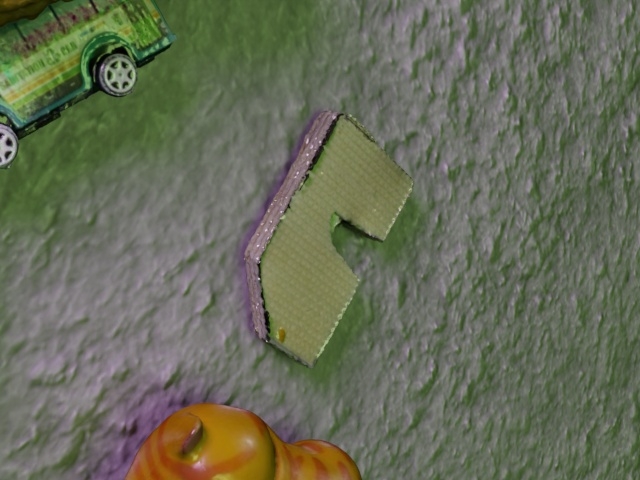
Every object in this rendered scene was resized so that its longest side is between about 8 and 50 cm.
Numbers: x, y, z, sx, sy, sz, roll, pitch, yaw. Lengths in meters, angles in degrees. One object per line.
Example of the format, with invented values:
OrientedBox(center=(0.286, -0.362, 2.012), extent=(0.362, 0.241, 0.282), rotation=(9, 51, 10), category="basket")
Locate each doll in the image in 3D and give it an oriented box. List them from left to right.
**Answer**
OrientedBox(center=(-0.072, 0.258, 0.977), extent=(0.269, 0.162, 0.167), rotation=(33, 94, -28), category="doll")

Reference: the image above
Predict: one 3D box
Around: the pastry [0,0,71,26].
OrientedBox(center=(-0.240, -0.272, 0.678), extent=(0.235, 0.132, 0.240), rotation=(-22, 116, 4), category="pastry")

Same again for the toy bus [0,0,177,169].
OrientedBox(center=(-0.245, -0.134, 0.794), extent=(0.261, 0.091, 0.109), rotation=(-38, 114, -28), category="toy bus")

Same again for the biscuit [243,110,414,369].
OrientedBox(center=(0.000, 0.000, 1.043), extent=(0.147, 0.046, 0.250), rotation=(36, 76, -39), category="biscuit")
